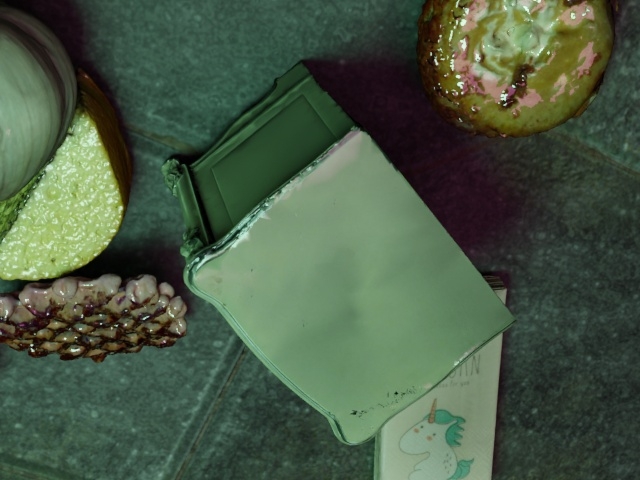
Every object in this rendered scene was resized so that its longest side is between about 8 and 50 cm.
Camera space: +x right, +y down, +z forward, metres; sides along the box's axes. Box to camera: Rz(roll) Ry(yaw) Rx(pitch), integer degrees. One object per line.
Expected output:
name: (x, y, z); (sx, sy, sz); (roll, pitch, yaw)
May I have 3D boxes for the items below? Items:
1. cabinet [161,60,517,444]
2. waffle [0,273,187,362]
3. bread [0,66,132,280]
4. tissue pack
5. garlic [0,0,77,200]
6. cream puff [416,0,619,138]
cabinet: (0.000, 0.000, 1.185); (0.227, 0.318, 0.290); (-40, 116, 4)
waffle: (-0.276, 0.092, 1.254); (0.234, 0.055, 0.221); (-9, 157, 0)
bread: (-0.285, -0.052, 1.204); (0.134, 0.129, 0.260); (24, 108, -29)
tissue pack: (0.158, 0.207, 1.445); (0.170, 0.071, 0.325); (-4, 113, -9)
garlic: (-0.393, -0.124, 1.048); (0.322, 0.322, 0.241); (-43, 119, 7)
cream puff: (0.224, -0.232, 1.222); (0.240, 0.164, 0.240); (-1, 100, -4)
